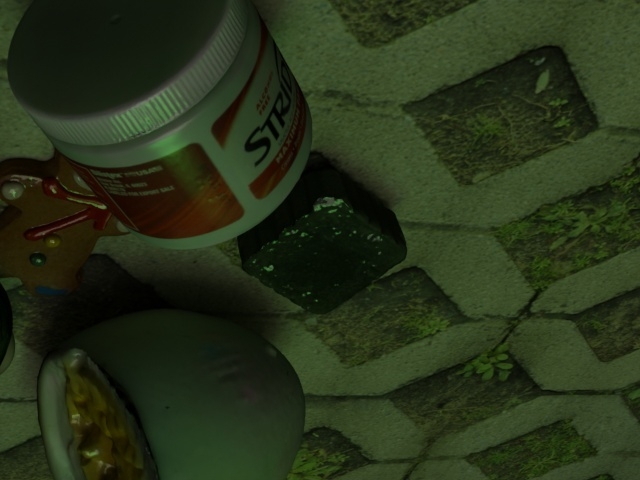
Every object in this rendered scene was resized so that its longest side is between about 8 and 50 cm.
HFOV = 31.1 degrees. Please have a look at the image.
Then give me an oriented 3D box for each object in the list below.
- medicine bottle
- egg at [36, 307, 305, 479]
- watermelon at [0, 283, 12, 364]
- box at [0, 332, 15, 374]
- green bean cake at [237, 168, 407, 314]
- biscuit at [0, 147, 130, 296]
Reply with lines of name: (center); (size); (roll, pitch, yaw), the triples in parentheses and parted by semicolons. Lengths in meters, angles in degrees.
medicine bottle: (-0.159, -0.151, 1.207); (0.252, 0.253, 0.241); (-23, 142, 8)
egg: (-0.184, 0.259, 1.655); (0.339, 0.354, 0.354); (-18, 149, -37)
watermelon: (-0.483, 0.124, 1.439); (0.204, 0.127, 0.232); (36, 96, -36)
box: (-0.523, 0.153, 1.579); (0.200, 0.088, 0.146); (-19, 141, 0)
green bean cake: (0.000, 0.000, 1.581); (0.183, 0.094, 0.185); (-35, 138, 23)
biscuit: (-0.326, -0.037, 1.458); (0.205, 0.049, 0.324); (22, 126, -38)
